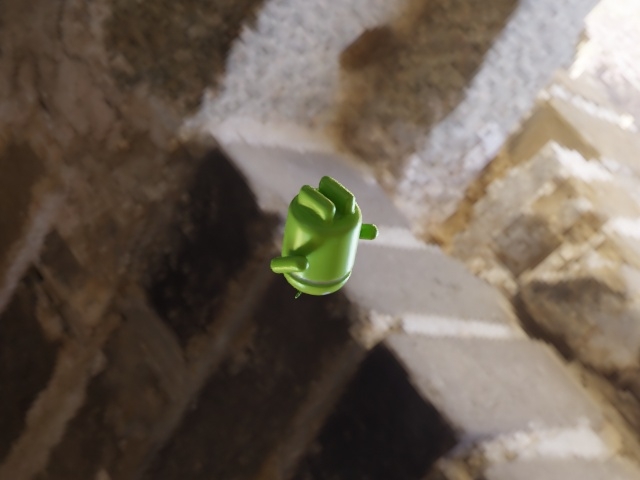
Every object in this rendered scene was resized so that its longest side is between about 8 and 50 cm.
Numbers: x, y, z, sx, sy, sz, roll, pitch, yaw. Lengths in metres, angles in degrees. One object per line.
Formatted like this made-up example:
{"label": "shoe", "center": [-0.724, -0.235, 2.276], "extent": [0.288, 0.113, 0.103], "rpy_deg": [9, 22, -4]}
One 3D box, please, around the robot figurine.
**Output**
{"label": "robot figurine", "center": [0.000, 0.000, 1.350], "extent": [0.101, 0.067, 0.115], "rpy_deg": [-27, 141, -38]}
